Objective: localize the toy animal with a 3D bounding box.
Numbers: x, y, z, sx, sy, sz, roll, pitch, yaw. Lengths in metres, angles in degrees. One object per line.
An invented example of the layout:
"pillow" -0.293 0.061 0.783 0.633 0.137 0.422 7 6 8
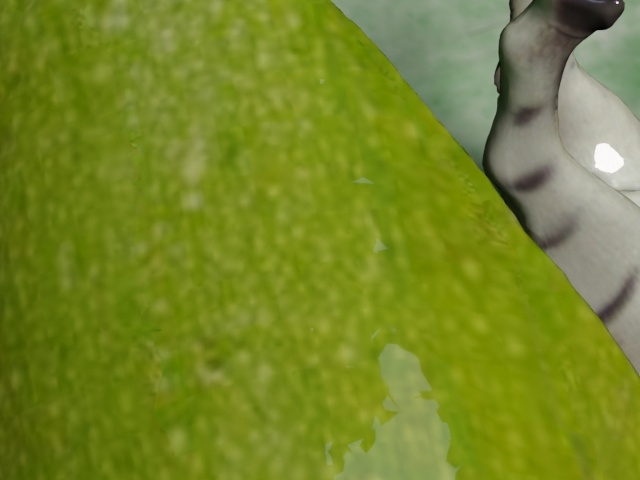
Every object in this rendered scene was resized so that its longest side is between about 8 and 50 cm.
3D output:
"toy animal" 0.144 -0.008 0.449 0.255 0.170 0.090 17 33 2

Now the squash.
"squash" 0.000 0.000 0.448 0.203 0.111 0.289 -2 61 -16
